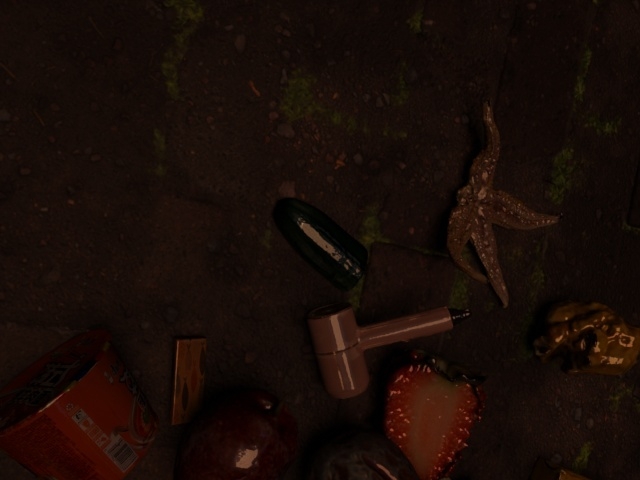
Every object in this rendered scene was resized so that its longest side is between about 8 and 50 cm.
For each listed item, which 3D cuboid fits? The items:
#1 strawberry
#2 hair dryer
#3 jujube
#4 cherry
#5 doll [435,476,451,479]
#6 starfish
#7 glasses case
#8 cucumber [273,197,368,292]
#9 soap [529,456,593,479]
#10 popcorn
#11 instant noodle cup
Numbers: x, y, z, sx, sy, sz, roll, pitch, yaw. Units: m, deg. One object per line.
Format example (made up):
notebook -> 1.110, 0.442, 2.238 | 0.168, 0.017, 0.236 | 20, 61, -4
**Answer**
strawberry -> 0.233, 0.391, 1.224 | 0.234, 0.137, 0.306 | 18, 105, 1
hair dryer -> 0.156, 0.209, 1.133 | 0.344, 0.107, 0.189 | -14, 94, 5
jujube -> 0.099, 0.543, 1.094 | 0.246, 0.215, 0.308 | -40, 78, -14
cherry -> -0.164, 0.408, 1.017 | 0.203, 0.230, 0.300 | 39, 96, 7
doll -> 0.291, 0.669, 1.239 | 0.278, 0.175, 0.149 | -11, 128, -13
starfish -> 0.417, -0.060, 1.263 | 0.384, 0.132, 0.398 | 37, 66, -24
glasses case -> -0.269, 0.278, 1.070 | 0.065, 0.041, 0.169 | 3, 90, -34
cucumber -> 0.000, 0.000, 1.148 | 0.244, 0.063, 0.115 | 38, 79, -16
soap -> 0.676, 0.720, 1.397 | 0.324, 0.096, 0.204 | 28, 82, -18
popcorn -> 0.662, 0.241, 1.331 | 0.254, 0.191, 0.190 | 0, 78, -11
instant noodle cup -> -0.416, 0.306, 0.920 | 0.250, 0.250, 0.192 | -36, 110, -15
